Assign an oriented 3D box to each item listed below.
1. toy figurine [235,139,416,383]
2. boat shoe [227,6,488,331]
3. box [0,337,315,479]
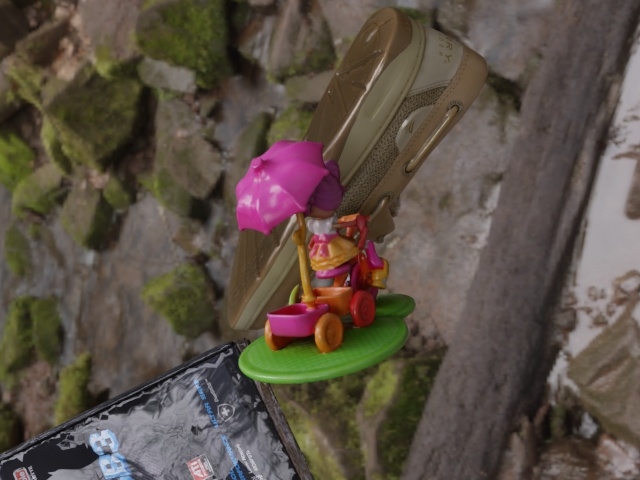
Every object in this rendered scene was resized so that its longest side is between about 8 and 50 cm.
[{"bbox_3d":[0.000,0.000,0.722,0.130,0.173,0.159,-2,106,37],"label":"toy figurine"},{"bbox_3d":[0.021,-0.035,0.846,0.341,0.110,0.121,-55,26,33],"label":"boat shoe"},{"bbox_3d":[-0.149,0.294,1.006,0.293,0.073,0.295,-26,85,6],"label":"box"}]
